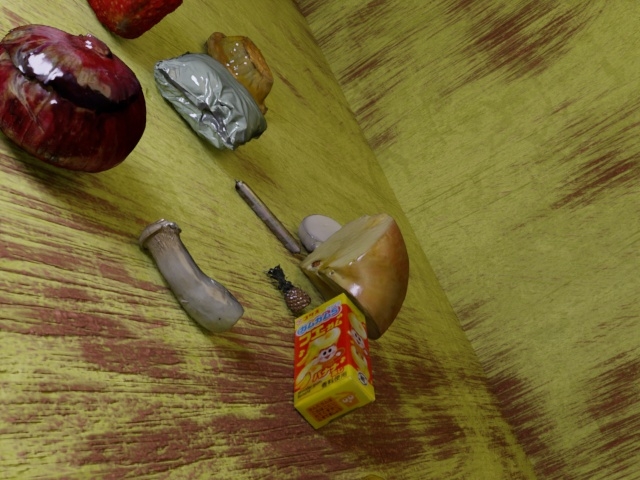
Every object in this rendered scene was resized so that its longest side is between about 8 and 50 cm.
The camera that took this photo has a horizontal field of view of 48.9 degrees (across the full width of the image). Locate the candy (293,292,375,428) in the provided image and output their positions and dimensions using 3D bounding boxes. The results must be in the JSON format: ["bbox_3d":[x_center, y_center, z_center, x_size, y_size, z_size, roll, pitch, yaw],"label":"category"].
[{"bbox_3d":[0.023,0.246,1.477,0.088,0.146,0.276,50,21,-26],"label":"candy"}]

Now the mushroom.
[{"bbox_3d":[-0.225,0.062,1.206,0.223,0.081,0.092,51,37,-17],"label":"mushroom"}]

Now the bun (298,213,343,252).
[{"bbox_3d":[0.000,0.000,1.920,0.138,0.094,0.138,15,34,-11],"label":"bun"}]

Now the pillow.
[{"bbox_3d":[-0.263,-0.341,1.693,0.283,0.138,0.310,47,17,-7],"label":"pillow"}]

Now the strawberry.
[{"bbox_3d":[-0.407,-0.566,1.515,0.257,0.258,0.276,36,42,-52],"label":"strawberry"}]

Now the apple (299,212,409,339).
[{"bbox_3d":[0.098,0.084,1.714,0.252,0.309,0.313,7,89,-26],"label":"apple"}]

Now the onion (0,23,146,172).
[{"bbox_3d":[-0.379,-0.221,1.066,0.246,0.190,0.246,34,23,-16],"label":"onion"}]

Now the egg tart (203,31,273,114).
[{"bbox_3d":[-0.230,-0.511,2.120,0.288,0.119,0.288,55,17,-26],"label":"egg tart"}]

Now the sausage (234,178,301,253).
[{"bbox_3d":[-0.128,-0.055,1.750,0.269,0.033,0.032,50,19,-27],"label":"sausage"}]

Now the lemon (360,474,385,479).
[{"bbox_3d":[0.110,0.505,1.412,0.092,0.065,0.065,52,17,-39],"label":"lemon"}]

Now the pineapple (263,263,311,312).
[{"bbox_3d":[-0.075,0.105,1.600,0.124,0.058,0.058,54,17,0],"label":"pineapple"}]
